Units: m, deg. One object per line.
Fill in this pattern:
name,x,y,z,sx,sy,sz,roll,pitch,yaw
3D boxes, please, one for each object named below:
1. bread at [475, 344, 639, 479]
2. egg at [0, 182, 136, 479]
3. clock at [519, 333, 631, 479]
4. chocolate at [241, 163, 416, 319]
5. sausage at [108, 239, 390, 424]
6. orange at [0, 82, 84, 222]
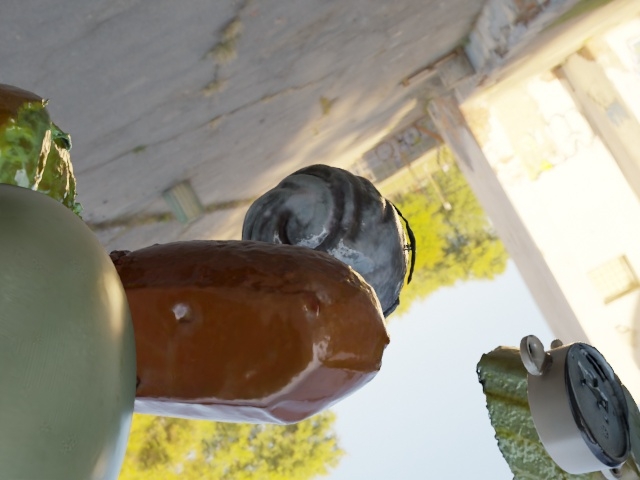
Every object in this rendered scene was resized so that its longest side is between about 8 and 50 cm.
bread,0.522,0.379,1.557,0.239,0.395,0.264,-20,176,-45
egg,-0.188,0.078,0.377,0.188,0.188,0.254,-29,-144,40
clock,0.319,0.200,0.919,0.063,0.229,0.156,-24,-162,38
chocolate,0.000,0.000,1.247,0.303,0.303,0.213,-29,155,1
sausage,-0.076,0.076,0.642,0.268,0.153,0.141,1,-179,15
orange,-0.311,-0.046,0.687,0.158,0.179,0.237,10,172,-4
